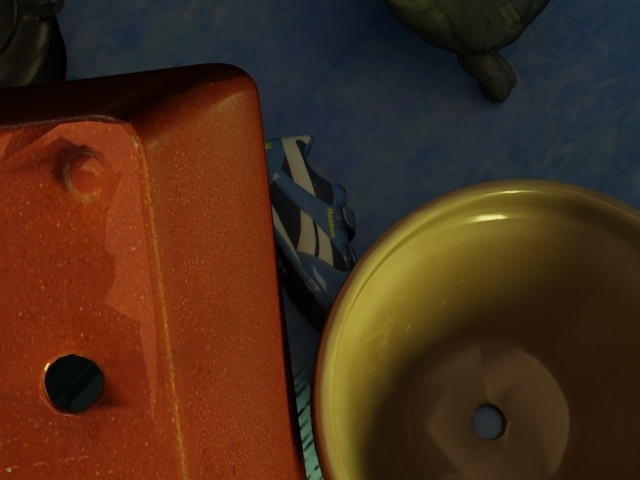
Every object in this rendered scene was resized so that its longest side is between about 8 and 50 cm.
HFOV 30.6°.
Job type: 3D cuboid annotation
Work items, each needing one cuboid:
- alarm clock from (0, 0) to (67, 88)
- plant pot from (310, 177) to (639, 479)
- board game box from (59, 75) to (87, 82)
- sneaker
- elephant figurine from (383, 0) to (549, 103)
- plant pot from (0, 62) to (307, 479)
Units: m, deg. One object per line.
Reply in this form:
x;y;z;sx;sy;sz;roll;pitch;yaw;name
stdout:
-0.233;-0.108;0.662;0.192;0.064;0.129;-7;64;-1;alarm clock
0.106;0.093;0.640;0.237;0.110;0.237;2;76;-9;plant pot
-0.166;-0.019;0.670;0.169;0.033;0.133;-20;66;-11;board game box
0.000;0.000;0.681;0.059;0.053;0.144;-27;81;-16;sneaker
0.067;-0.243;0.713;0.169;0.186;0.239;14;40;-39;elephant figurine
-0.145;0.055;0.504;0.267;0.236;0.267;-7;92;-3;plant pot
